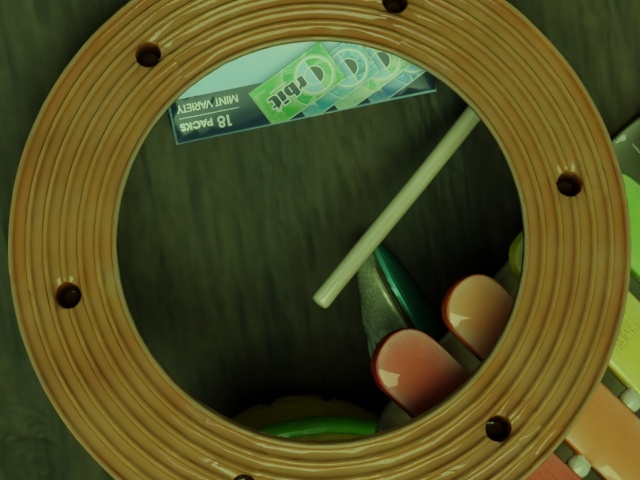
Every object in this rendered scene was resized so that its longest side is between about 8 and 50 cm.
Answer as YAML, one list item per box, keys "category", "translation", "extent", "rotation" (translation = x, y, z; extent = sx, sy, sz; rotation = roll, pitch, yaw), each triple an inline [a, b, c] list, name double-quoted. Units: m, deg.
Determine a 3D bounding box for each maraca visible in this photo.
- category: "maraca"
  translation: [0.008, 0.146, 1.040]
  extent: [0.186, 0.099, 0.127]
  rotation: [-1, 142, -17]

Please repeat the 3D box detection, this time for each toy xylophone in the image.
- category: "toy xylophone"
  translation: [0.139, 0.038, 0.994]
  extent: [0.236, 0.081, 0.322]
  rotation: [36, 79, -15]

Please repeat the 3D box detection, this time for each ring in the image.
- category: "ring"
  translation: [0.000, 0.000, 0.923]
  extent: [0.337, 0.032, 0.336]
  rotation: [0, 82, -1]

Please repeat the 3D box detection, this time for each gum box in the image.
- category: "gum box"
  translation: [-0.026, -0.161, 0.965]
  extent: [0.157, 0.041, 0.184]
  rotation: [-12, 111, -5]

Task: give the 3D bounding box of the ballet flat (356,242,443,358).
- category: "ballet flat"
  translation: [0.060, 0.075, 1.050]
  extent: [0.052, 0.057, 0.168]
  rotation: [-33, 110, 15]

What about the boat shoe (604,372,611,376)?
- category: "boat shoe"
  translation: [0.172, 0.081, 1.072]
  extent: [0.125, 0.046, 0.038]
  rotation: [1, 107, -12]
